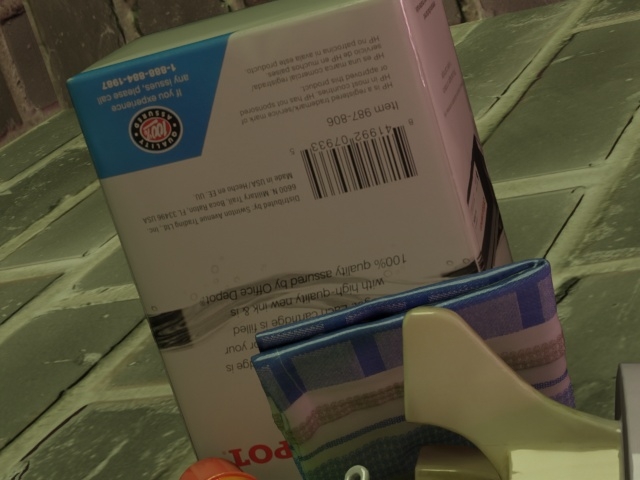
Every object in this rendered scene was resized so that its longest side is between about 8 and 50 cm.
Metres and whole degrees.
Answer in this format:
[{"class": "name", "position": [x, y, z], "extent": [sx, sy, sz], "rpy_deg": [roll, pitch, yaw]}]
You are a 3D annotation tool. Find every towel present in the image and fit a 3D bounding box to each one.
[{"class": "towel", "position": [0.076, 0.126, 1.078], "extent": [0.209, 0.285, 0.034], "rpy_deg": [-16, 52, 2]}]

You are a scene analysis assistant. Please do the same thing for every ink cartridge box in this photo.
[{"class": "ink cartridge box", "position": [0.000, 0.000, 1.287], "extent": [0.286, 0.394, 0.166], "rpy_deg": [-12, 16, 17]}]

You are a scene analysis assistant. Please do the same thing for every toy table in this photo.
[{"class": "toy table", "position": [0.133, 0.166, 0.943], "extent": [0.161, 0.252, 0.274], "rpy_deg": [-1, -7, 8]}]

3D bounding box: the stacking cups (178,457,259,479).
[{"class": "stacking cups", "position": [-0.042, 0.240, 1.130], "extent": [0.096, 0.096, 0.316], "rpy_deg": [-22, 12, -13]}]

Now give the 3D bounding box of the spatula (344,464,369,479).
[{"class": "spatula", "position": [-0.033, 0.256, 0.942], "extent": [0.168, 0.019, 0.242], "rpy_deg": [-14, 52, 29]}]
